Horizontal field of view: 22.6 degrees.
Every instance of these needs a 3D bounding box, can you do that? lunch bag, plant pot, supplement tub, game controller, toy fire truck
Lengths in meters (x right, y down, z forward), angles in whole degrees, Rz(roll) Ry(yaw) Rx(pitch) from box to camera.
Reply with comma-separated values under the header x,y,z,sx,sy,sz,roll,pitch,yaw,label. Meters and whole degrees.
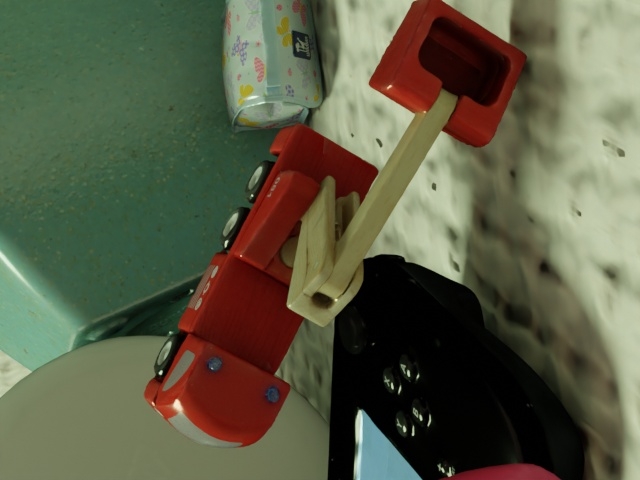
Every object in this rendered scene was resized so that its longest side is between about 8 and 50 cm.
x,y,z,sx,sy,sz,roll,pitch,yaw,label
-0.028,-0.101,0.889,0.083,0.053,0.071,121,143,-80,lunch bag
-0.146,-0.058,1.008,0.252,0.248,0.247,61,159,12,plant pot
-0.111,0.229,0.976,0.325,0.235,0.235,108,151,-56,supplement tub
0.047,0.168,0.702,0.166,0.067,0.319,-122,29,-57,game controller
0.000,0.000,0.650,0.192,0.047,0.135,-63,16,-7,toy fire truck

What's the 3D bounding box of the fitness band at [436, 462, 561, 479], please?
x,y,z,sx,sy,sz,roll,pitch,yaw,label
0.078,0.200,0.408,0.209,0.054,0.291,16,-122,-61,fitness band
